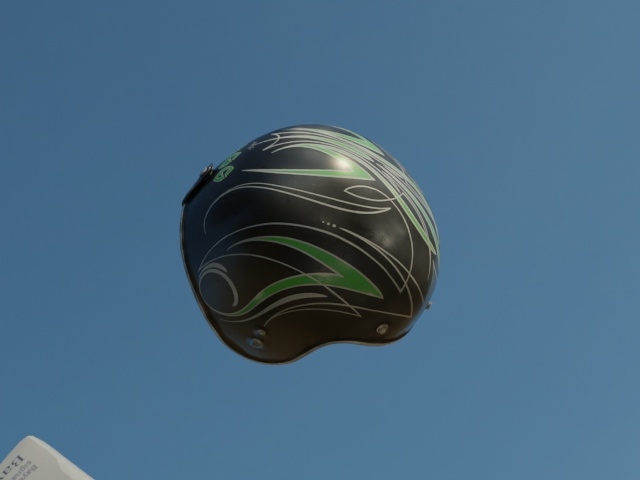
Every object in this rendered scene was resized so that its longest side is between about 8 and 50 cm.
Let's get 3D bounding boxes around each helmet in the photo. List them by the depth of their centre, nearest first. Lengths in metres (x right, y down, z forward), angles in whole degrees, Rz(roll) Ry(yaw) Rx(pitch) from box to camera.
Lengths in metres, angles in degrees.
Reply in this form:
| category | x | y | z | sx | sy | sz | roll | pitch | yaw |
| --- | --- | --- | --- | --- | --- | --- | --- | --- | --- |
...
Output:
| category | x | y | z | sx | sy | sz | roll | pitch | yaw |
| --- | --- | --- | --- | --- | --- | --- | --- | --- | --- |
| helmet | 0.000 | 0.000 | 1.075 | 0.161 | 0.169 | 0.169 | -17 | -35 | 26 |

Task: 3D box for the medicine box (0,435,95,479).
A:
| category | x | y | z | sx | sy | sz | roll | pitch | yaw |
| --- | --- | --- | --- | --- | --- | --- | --- | --- | --- |
| medicine box | -0.041 | 0.250 | 0.642 | 0.149 | 0.289 | 0.263 | -48 | -62 | -13 |
